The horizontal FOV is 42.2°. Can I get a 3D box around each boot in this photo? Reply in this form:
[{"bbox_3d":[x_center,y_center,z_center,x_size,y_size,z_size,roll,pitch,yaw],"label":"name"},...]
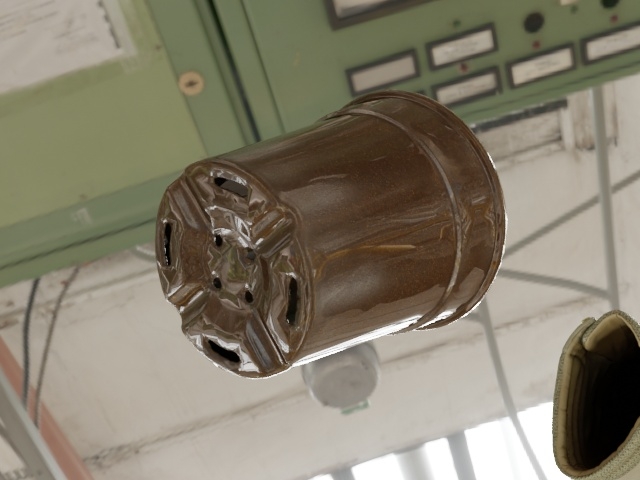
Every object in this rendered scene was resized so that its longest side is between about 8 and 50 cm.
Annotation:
[{"bbox_3d":[0.229,0.067,0.533,0.077,0.165,0.213,19,-98,46],"label":"boot"}]

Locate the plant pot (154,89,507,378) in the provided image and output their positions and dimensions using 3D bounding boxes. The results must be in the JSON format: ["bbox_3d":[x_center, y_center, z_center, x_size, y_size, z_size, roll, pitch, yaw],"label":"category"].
[{"bbox_3d":[0.000,0.000,0.511,0.167,0.167,0.165,13,-158,39],"label":"plant pot"}]
